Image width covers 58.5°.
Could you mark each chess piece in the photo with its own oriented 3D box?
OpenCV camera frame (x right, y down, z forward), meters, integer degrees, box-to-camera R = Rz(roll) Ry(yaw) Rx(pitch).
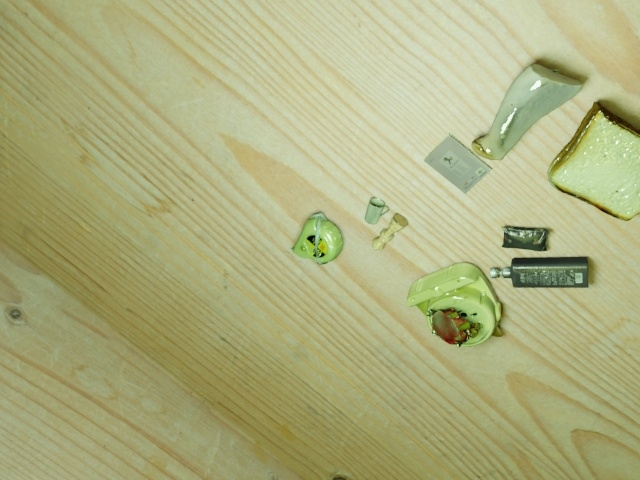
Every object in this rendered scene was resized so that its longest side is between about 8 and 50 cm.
[{"bbox_3d":[0.239,-0.021,2.042,0.060,0.060,0.172,35,131,-4],"label":"chess piece"}]

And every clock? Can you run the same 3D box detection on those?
[{"bbox_3d":[0.512,0.261,2.088,0.286,0.117,0.348,-28,109,35],"label":"clock"}]

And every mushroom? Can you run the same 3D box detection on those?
[{"bbox_3d":[0.573,-0.352,1.638,0.159,0.122,0.328,38,129,5],"label":"mushroom"}]

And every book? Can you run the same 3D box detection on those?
[{"bbox_3d":[0.438,-0.244,1.833,0.182,0.014,0.127,37,128,-6],"label":"book"}]

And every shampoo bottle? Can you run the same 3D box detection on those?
[{"bbox_3d":[0.731,0.109,1.925,0.310,0.071,0.098,-2,123,23],"label":"shampoo bottle"}]

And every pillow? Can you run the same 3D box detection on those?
[{"bbox_3d":[0.673,-0.007,1.884,0.150,0.048,0.090,5,116,23],"label":"pillow"}]

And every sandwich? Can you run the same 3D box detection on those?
[{"bbox_3d":[0.842,-0.214,1.642,0.301,0.099,0.271,25,133,-1],"label":"sandwich"}]

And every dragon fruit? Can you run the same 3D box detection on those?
[{"bbox_3d":[0.465,0.305,1.997,0.175,0.142,0.138,6,160,-19],"label":"dragon fruit"}]

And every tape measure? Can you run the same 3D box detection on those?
[{"bbox_3d":[0.000,0.000,2.120,0.175,0.106,0.200,35,128,13],"label":"tape measure"}]

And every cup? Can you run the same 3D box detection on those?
[{"bbox_3d":[0.196,-0.104,2.011,0.054,0.075,0.083,49,141,32],"label":"cup"}]
